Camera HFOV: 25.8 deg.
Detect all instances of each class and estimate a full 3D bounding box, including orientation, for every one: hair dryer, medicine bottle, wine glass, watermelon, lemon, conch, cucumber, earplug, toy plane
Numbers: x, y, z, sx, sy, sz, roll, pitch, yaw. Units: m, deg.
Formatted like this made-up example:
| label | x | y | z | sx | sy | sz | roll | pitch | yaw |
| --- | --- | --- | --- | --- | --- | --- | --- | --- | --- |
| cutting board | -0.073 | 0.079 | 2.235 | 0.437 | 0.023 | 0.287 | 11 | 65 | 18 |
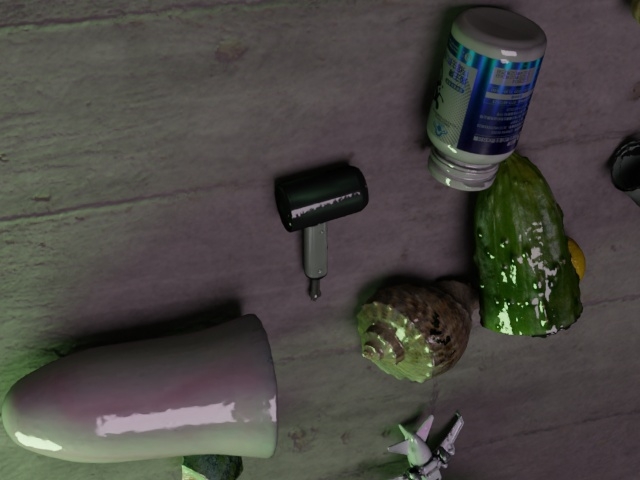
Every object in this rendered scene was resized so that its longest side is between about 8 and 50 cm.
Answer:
| label | x | y | z | sx | sy | sz | roll | pitch | yaw |
| --- | --- | --- | --- | --- | --- | --- | --- | --- | --- |
| hair dryer | 0.000 | 0.000 | 1.641 | 0.100 | 0.057 | 0.197 | -14 | 138 | -16 |
| medicine bottle | 0.180 | -0.156 | 1.565 | 0.107 | 0.107 | 0.191 | -3 | 125 | -24 |
| wine glass | 0.455 | -0.061 | 1.794 | 0.195 | 0.079 | 0.079 | 25 | 111 | -39 |
| watermelon | -0.149 | 0.277 | 1.763 | 0.072 | 0.084 | 0.092 | -31 | 97 | 25 |
| lemon | 0.310 | 0.034 | 1.802 | 0.065 | 0.065 | 0.092 | -12 | 120 | -18 |
| conch | 0.128 | 0.109 | 1.766 | 0.207 | 0.130 | 0.155 | -28 | 171 | -35 |
| cucumber | 0.241 | -0.009 | 1.696 | 0.134 | 0.134 | 0.244 | -19 | 112 | -13 |
| earplug | -0.213 | 0.185 | 1.606 | 0.301 | 0.172 | 0.172 | -6 | 127 | -15 |
| toy plane | 0.144 | 0.314 | 1.935 | 0.162 | 0.065 | 0.171 | -35 | 128 | -13 |

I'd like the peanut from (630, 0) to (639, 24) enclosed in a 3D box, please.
| label | x | y | z | sx | sy | sz | roll | pitch | yaw |
| --- | --- | --- | --- | --- | --- | --- | --- | --- | --- |
| peanut | 0.444 | -0.299 | 1.611 | 0.187 | 0.082 | 0.082 | -34 | 132 | -2 |
